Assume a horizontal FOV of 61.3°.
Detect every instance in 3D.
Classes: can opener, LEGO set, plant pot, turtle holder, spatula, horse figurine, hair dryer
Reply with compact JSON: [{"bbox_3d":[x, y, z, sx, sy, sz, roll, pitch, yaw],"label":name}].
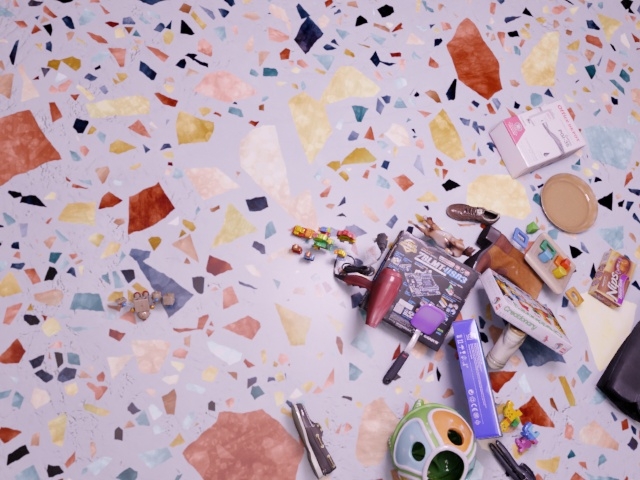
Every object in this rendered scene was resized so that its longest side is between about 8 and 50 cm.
[{"bbox_3d":[0.606,0.715,1.713,0.186,0.073,0.059,45,110,7],"label":"can opener"},{"bbox_3d":[0.605,0.590,1.724,0.093,0.087,0.227,-39,84,-18],"label":"LEGO set"},{"bbox_3d":[0.928,-0.139,2.027,0.236,0.032,0.237,3,73,-11],"label":"plant pot"},{"bbox_3d":[0.309,0.640,1.565,0.320,0.227,0.243,-38,93,0],"label":"turtle holder"},{"bbox_3d":[0.282,0.332,1.705,0.084,0.030,0.297,33,94,-1],"label":"spatula"},{"bbox_3d":[0.404,-0.007,1.773,0.263,0.174,0.066,40,103,35],"label":"horse figurine"},{"bbox_3d":[0.157,0.139,1.698,0.080,0.223,0.294,28,42,-38],"label":"hair dryer"}]

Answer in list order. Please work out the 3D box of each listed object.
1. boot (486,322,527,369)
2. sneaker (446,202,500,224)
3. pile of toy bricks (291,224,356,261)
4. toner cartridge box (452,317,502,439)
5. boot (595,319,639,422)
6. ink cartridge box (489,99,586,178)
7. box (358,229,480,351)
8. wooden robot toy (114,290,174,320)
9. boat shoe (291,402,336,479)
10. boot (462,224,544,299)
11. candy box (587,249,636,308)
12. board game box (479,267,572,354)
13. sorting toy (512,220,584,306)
[{"bbox_3d":[0.627,0.338,1.796,0.077,0.213,0.165,34,110,22],"label":"boot"},{"bbox_3d":[0.547,-0.103,1.917,0.188,0.071,0.066,9,73,-9],"label":"sneaker"},{"bbox_3d":[0.000,0.000,1.733,0.212,0.105,0.118,13,70,12],"label":"pile of toy bricks"},{"bbox_3d":[0.487,0.431,1.675,0.075,0.165,0.348,-14,67,17],"label":"toner cartridge box"},{"bbox_3d":[1.207,0.444,1.853,0.367,0.146,0.445,36,67,11],"label":"boot"},{"bbox_3d":[0.814,-0.384,2.027,0.282,0.117,0.207,-22,79,-16],"label":"ink cartridge box"},{"bbox_3d":[0.320,0.162,1.757,0.295,0.073,0.294,29,87,-1],"label":"box"},{"bbox_3d":[-0.527,0.200,1.629,0.173,0.076,0.079,-6,111,-13],"label":"wooden robot toy"},{"bbox_3d":[-0.022,0.585,1.605,0.068,0.081,0.228,-20,86,-19],"label":"boat shoe"},{"bbox_3d":[0.636,0.125,1.882,0.280,0.096,0.264,37,64,-8],"label":"boot"},{"bbox_3d":[1.062,0.140,1.964,0.109,0.053,0.187,34,69,-1],"label":"candy box"},{"bbox_3d":[0.666,0.231,1.758,0.305,0.053,0.193,31,26,-19],"label":"board game box"},{"bbox_3d":[0.824,0.073,1.905,0.348,0.047,0.196,50,47,5],"label":"sorting toy"}]
